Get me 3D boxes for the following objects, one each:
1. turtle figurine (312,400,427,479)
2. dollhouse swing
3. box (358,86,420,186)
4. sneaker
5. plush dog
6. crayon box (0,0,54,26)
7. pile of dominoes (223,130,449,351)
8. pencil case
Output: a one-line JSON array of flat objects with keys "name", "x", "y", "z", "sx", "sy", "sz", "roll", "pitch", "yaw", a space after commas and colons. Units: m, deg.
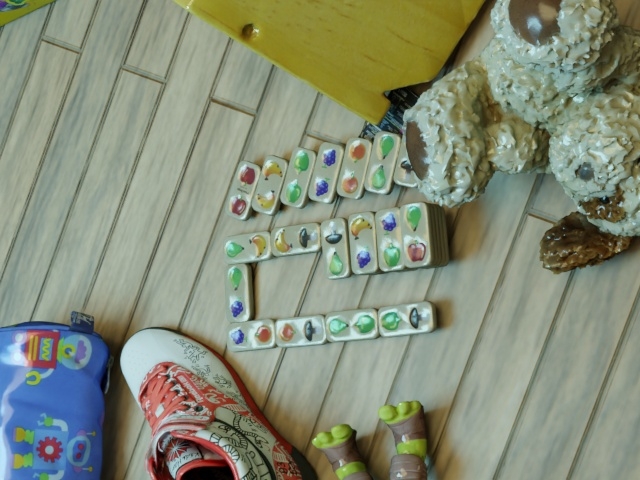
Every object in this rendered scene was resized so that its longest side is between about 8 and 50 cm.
[{"name": "turtle figurine", "x": 0.081, "y": 0.257, "z": 1.223, "sx": 0.269, "sy": 0.087, "sz": 0.217, "roll": -29, "pitch": 62, "yaw": 32}, {"name": "dollhouse swing", "x": -0.011, "y": -0.355, "z": 1.331, "sx": 0.347, "sy": 0.315, "sz": 0.305, "roll": -58, "pitch": 29, "yaw": 6}, {"name": "box", "x": 0.085, "y": -0.099, "z": 1.312, "sx": 0.083, "sy": 0.018, "sz": 0.067, "roll": 41, "pitch": 103, "yaw": 28}, {"name": "sneaker", "x": -0.129, "y": 0.169, "z": 1.320, "sx": 0.270, "sy": 0.145, "sz": 0.090, "roll": 42, "pitch": 103, "yaw": 28}, {"name": "plush dog", "x": 0.231, "y": -0.100, "z": 1.165, "sx": 0.225, "sy": 0.211, "sz": 0.262, "roll": 51, "pitch": 136, "yaw": 11}, {"name": "crayon box", "x": -0.431, "y": -0.289, "z": 1.525, "sx": 0.319, "sy": 0.202, "sz": 0.081, "roll": -19, "pitch": 75, "yaw": 26}, {"name": "pile of dominoes", "x": 0.000, "y": 0.000, "z": 1.320, "sx": 0.251, "sy": 0.040, "sz": 0.196, "roll": -9, "pitch": 82, "yaw": 31}, {"name": "pencil case", "x": -0.277, "y": 0.229, "z": 1.412, "sx": 0.119, "sy": 0.133, "sz": 0.306, "roll": 157, "pitch": 114, "yaw": -67}]
